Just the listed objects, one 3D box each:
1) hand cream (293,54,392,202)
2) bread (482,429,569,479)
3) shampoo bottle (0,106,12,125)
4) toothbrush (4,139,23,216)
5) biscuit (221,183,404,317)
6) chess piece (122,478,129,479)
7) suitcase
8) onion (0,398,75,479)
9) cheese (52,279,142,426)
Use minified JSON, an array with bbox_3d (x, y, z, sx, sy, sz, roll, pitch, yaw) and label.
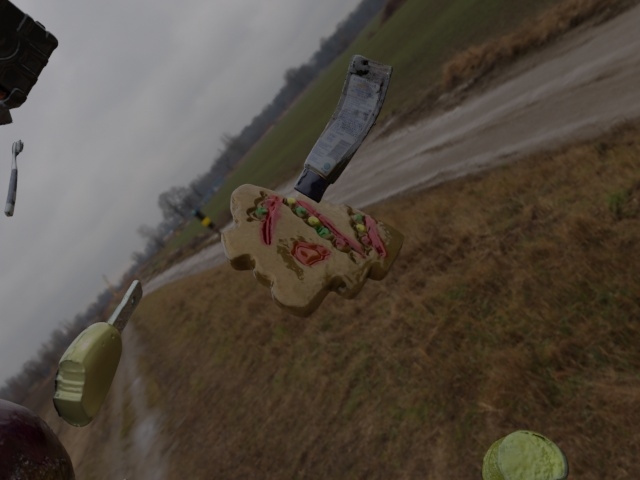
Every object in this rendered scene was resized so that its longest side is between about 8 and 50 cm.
[{"bbox_3d":[0.022,-0.119,0.725,0.062,0.039,0.163,33,97,42],"label":"hand cream"},{"bbox_3d":[0.335,0.370,1.098,0.129,0.111,0.114,-19,-27,-10],"label":"bread"},{"bbox_3d":[-0.740,-0.356,1.459,0.072,0.214,0.072,-13,14,3],"label":"shampoo bottle"},{"bbox_3d":[-0.725,-0.152,1.581,0.026,0.024,0.288,-28,44,7],"label":"toothbrush"},{"bbox_3d":[0.000,0.000,0.783,0.212,0.238,0.041,58,142,43],"label":"biscuit"},{"bbox_3d":[-0.550,0.702,1.570,0.300,0.137,0.137,-33,7,-12],"label":"chess piece"},{"bbox_3d":[-0.699,-0.427,1.360,0.066,0.285,0.206,-10,53,39],"label":"suitcase"},{"bbox_3d":[-0.506,0.338,0.913,0.281,0.260,0.337,-12,9,14],"label":"onion"},{"bbox_3d":[-0.342,0.160,1.059,0.255,0.050,0.127,-73,-13,-45],"label":"cheese"}]
